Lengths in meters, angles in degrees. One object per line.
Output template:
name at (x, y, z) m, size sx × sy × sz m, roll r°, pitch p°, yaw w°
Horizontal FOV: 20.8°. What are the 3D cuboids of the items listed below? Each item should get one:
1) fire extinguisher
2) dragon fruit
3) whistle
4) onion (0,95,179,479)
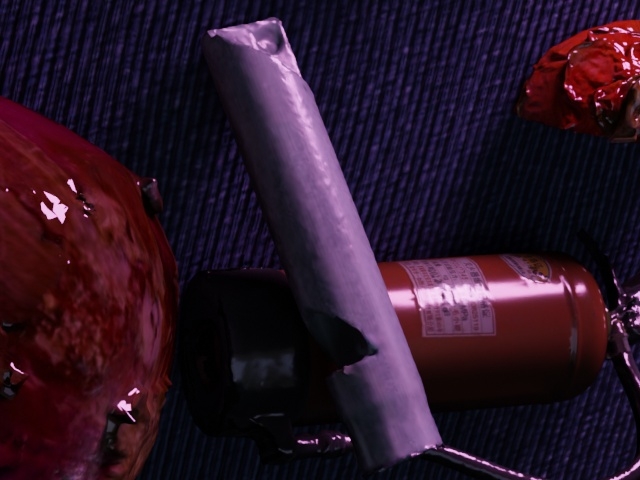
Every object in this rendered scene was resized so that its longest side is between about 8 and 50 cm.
fire extinguisher at (0.095, 0.098, 1.245) m, size 0.376 × 0.113 × 0.200 m, roll -5°, pitch 84°, yaw -22°
dragon fruit at (0.233, -0.110, 1.244) m, size 0.162 × 0.106 × 0.083 m, roll 6°, pitch 106°, yaw -22°
whistle at (0.000, 0.000, 1.136) m, size 0.062 × 0.062 × 0.312 m, roll -18°, pitch 80°, yaw -16°
onion at (-0.272, 0.053, 1.010) m, size 0.385 × 0.348 × 0.348 m, roll 23°, pitch 103°, yaw 11°
